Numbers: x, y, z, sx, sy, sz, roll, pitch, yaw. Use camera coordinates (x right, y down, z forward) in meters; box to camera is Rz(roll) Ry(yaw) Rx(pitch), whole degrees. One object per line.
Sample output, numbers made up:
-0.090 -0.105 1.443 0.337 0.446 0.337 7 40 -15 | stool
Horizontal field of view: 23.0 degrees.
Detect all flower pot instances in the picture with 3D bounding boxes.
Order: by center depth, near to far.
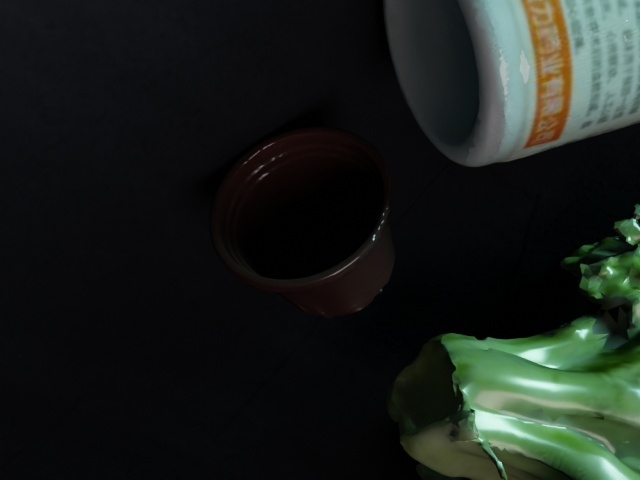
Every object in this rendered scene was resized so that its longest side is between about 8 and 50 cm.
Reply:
0.000 0.000 0.937 0.111 0.111 0.089 -33 146 -1 | flower pot

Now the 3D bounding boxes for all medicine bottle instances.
0.173 -0.138 0.887 0.252 0.144 0.144 -19 134 -18 | medicine bottle

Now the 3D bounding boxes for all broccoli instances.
0.184 0.131 1.062 0.281 0.348 0.293 21 71 -31 | broccoli
